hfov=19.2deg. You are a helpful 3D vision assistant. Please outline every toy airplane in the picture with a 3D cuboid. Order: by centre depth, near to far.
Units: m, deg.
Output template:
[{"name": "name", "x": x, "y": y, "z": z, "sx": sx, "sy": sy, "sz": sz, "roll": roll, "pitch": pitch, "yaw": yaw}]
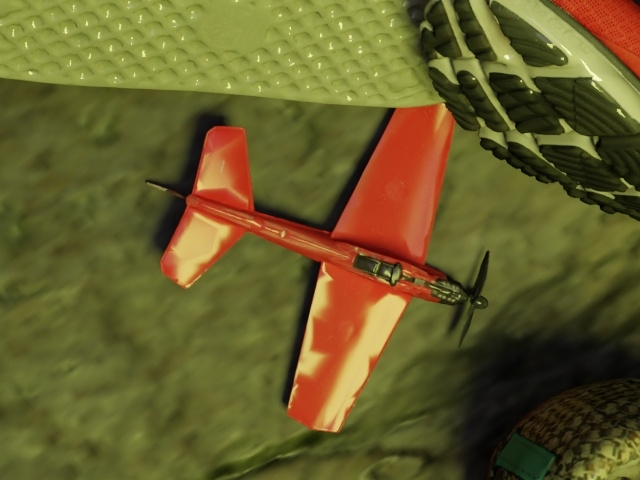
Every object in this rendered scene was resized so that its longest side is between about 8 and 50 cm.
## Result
[{"name": "toy airplane", "x": 0.000, "y": 0.000, "z": 0.782, "sx": 0.151, "sy": 0.028, "sz": 0.151, "roll": 0, "pitch": 94, "yaw": -3}]

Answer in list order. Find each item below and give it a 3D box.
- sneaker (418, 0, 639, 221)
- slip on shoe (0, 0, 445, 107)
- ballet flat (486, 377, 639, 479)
[{"name": "sneaker", "x": 0.151, "y": -0.060, "z": 0.722, "sx": 0.279, "sy": 0.107, "sz": 0.118, "roll": 25, "pitch": 83, "yaw": -37}, {"name": "slip on shoe", "x": -0.079, "y": -0.126, "z": 0.696, "sx": 0.331, "sy": 0.123, "sz": 0.101, "roll": 6, "pitch": 55, "yaw": -23}, {"name": "ballet flat", "x": 0.277, "y": 0.208, "z": 0.715, "sx": 0.483, "sy": 0.182, "sz": 0.164, "roll": 30, "pitch": 88, "yaw": 1}]
